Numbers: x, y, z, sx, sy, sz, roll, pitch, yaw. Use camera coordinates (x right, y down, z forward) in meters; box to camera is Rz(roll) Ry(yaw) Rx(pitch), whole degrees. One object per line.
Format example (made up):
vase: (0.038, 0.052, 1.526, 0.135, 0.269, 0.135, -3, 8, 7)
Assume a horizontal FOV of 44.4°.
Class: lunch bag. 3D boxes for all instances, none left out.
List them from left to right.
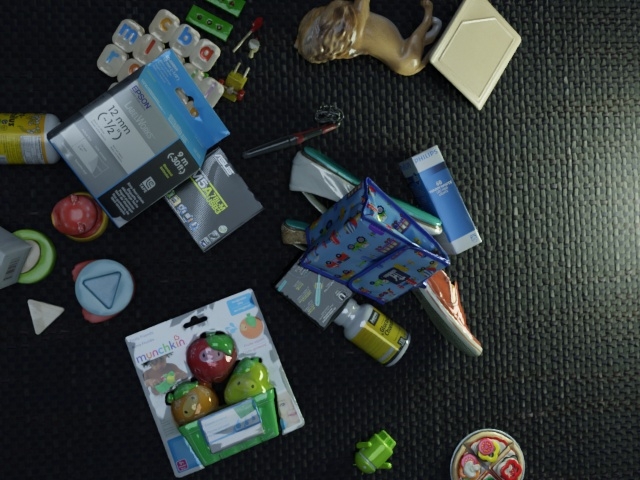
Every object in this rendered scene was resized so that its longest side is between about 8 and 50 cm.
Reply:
lunch bag: (0.138, 0.029, 1.834, 0.293, 0.138, 0.221, 33, 129, -23)

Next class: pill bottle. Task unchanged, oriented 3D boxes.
pill bottle: (-0.664, -0.234, 1.805, 0.208, 0.117, 0.118, -1, 89, -8)
pill bottle: (0.123, 0.220, 1.929, 0.184, 0.103, 0.103, 36, 84, -7)

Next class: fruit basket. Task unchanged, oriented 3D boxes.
fruit basket: (-0.247, 0.332, 1.841, 0.327, 0.165, 0.353, -20, 89, -9)

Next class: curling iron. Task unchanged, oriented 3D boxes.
curling iron: (-0.069, -0.264, 1.942, 0.274, 0.035, 0.068, -27, 89, -9)

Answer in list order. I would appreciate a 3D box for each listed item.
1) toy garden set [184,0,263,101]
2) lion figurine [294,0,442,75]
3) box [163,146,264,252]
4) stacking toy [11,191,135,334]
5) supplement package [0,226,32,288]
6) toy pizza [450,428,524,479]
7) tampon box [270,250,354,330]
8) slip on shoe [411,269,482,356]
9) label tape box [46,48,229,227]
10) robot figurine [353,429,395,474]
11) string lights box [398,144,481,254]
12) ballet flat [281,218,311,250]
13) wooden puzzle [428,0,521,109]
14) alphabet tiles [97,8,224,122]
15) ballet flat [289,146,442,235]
toy garden set: (-0.243, -0.472, 1.913, 0.203, 0.049, 0.244, 27, 84, -6)
lion figurine: (0.146, -0.499, 1.928, 0.392, 0.142, 0.240, 20, 89, -11)
box: (-0.264, -0.098, 1.903, 0.184, 0.045, 0.191, -36, 95, -6)
stacking toy: (-0.590, 0.060, 1.806, 0.279, 0.130, 0.309, -25, 93, -9)
supplement package: (-0.765, 0.020, 1.759, 0.179, 0.105, 0.105, 31, 107, 7)
toy pizza: (0.431, 0.585, 2.008, 0.201, 0.032, 0.201, 0, 89, -9)
tampon box: (-0.021, 0.120, 1.909, 0.161, 0.101, 0.120, 42, 84, -7)
slip on shoe: (0.310, 0.147, 1.958, 0.101, 0.123, 0.331, -34, 90, -12)
label tape box: (-0.400, -0.235, 1.780, 0.347, 0.115, 0.249, -37, 114, -8)
robot figurine: (0.132, 0.528, 1.944, 0.115, 0.067, 0.101, -43, 115, -7)
string lights box: (0.293, -0.096, 1.946, 0.076, 0.133, 0.260, -26, 93, -8)
ballet flat: (0.000, 0.000, 1.942, 0.206, 0.073, 0.067, 14, 114, -6)
wooden puzzle: (0.386, -0.482, 1.970, 0.238, 0.044, 0.221, 35, 84, -37)
alphabet tiles: (-0.379, -0.388, 1.861, 0.284, 0.021, 0.278, 35, 105, -8)
ballet flat: (0.099, -0.084, 1.908, 0.400, 0.139, 0.139, 29, 85, 7)
